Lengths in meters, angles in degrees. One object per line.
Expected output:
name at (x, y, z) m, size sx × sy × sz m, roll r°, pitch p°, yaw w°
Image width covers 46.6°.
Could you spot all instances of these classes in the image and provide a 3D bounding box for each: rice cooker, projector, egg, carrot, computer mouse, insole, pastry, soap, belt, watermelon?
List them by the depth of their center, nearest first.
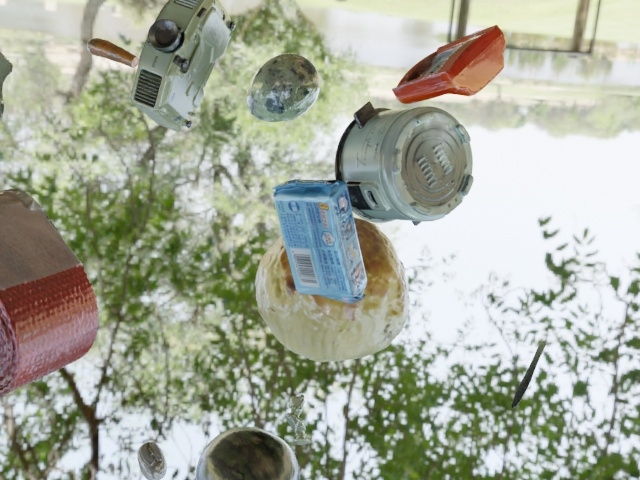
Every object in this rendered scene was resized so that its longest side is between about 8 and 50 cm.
belt at (-0.299, 0.040, 0.702) m, size 0.201 × 0.128 × 0.124 m, roll 50°, pitch -149°, yaw 10°
carrot at (-0.350, -0.316, 1.249) m, size 0.093 × 0.032 × 0.032 m, roll 24°, pitch -164°, yaw 14°
insole at (0.365, 0.233, 1.299) m, size 0.002 × 0.135 × 0.045 m, roll 30°, pitch 162°, yaw -1°
projector at (-0.269, -0.365, 1.466) m, size 0.088 × 0.269 × 0.193 m, roll 22°, pitch 175°, yaw 13°
watermelon at (-0.142, 0.473, 1.471) m, size 0.212 × 0.212 × 0.212 m, roll 4°, pitch -169°, yaw -1°
rice cooker at (0.162, -0.151, 1.501) m, size 0.241 × 0.280 × 0.227 m, roll -43°, pitch -156°, yaw -21°
soap at (0.000, 0.000, 1.510) m, size 0.156 × 0.293 × 0.077 m, roll 5°, pitch -150°, yaw 33°
egg at (-0.085, -0.334, 1.657) m, size 0.182 × 0.141 × 0.141 m, roll -32°, pitch 179°, yaw 20°
computer mouse at (-0.408, 0.541, 1.815) m, size 0.066 × 0.096 × 0.039 m, roll -17°, pitch -179°, yaw -41°
pastry at (0.035, 0.104, 1.829) m, size 0.389 × 0.312 × 0.388 m, roll 2°, pitch -152°, yaw -1°

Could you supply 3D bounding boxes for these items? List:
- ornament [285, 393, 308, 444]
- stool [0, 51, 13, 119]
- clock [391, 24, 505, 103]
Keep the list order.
ornament at (-0.046, 0.347, 1.434) m, size 0.041 × 0.092 × 0.068 m, roll -5°, pitch 174°, yaw -4°
stool at (-0.321, -0.304, 0.698) m, size 0.269 × 0.244 × 0.170 m, roll 47°, pitch -169°, yaw -34°
clock at (0.186, -0.243, 1.076) m, size 0.113 × 0.061 × 0.155 m, roll -43°, pitch -161°, yaw -17°
